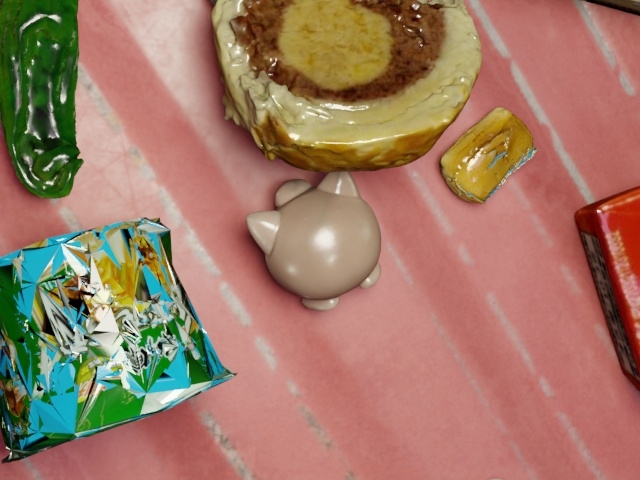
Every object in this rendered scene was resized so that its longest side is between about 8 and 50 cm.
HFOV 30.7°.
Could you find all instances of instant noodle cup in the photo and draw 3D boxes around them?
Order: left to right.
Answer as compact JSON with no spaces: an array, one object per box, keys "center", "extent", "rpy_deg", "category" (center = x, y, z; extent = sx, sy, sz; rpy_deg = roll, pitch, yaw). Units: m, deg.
[{"center":[-0.218,0.086,1.104],"extent":[0.240,0.240,0.178],"rpy_deg":[-19,89,-12],"category":"instant noodle cup"}]

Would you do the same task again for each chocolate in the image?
[{"center":[0.419,0.032,1.311],"extent":[0.235,0.108,0.237],"rpy_deg":[-22,100,-12],"category":"chocolate"}]

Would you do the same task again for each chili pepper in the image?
[{"center":[-0.272,-0.171,1.146],"extent":[0.100,0.074,0.256],"rpy_deg":[-1,99,-17],"category":"chili pepper"}]

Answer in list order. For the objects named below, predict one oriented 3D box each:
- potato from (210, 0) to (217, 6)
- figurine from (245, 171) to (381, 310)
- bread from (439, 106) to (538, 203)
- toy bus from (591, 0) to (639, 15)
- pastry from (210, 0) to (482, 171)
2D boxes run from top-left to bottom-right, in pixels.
[{"center":[-0.080,-0.331,1.186],"extent":[0.101,0.089,0.172],"rpy_deg":[32,118,6],"category":"potato"},{"center":[0.000,0.000,1.203],"extent":[0.125,0.125,0.138],"rpy_deg":[-34,117,-10],"category":"figurine"},{"center":[0.182,-0.091,1.270],"extent":[0.106,0.053,0.072],"rpy_deg":[-43,106,-13],"category":"bread"},{"center":[0.312,-0.313,1.235],"extent":[0.290,0.157,0.139],"rpy_deg":[9,96,-17],"category":"toy bus"},{"center":[0.024,-0.157,1.158],"extent":[0.256,0.170,0.236],"rpy_deg":[-10,62,-21],"category":"pastry"}]
